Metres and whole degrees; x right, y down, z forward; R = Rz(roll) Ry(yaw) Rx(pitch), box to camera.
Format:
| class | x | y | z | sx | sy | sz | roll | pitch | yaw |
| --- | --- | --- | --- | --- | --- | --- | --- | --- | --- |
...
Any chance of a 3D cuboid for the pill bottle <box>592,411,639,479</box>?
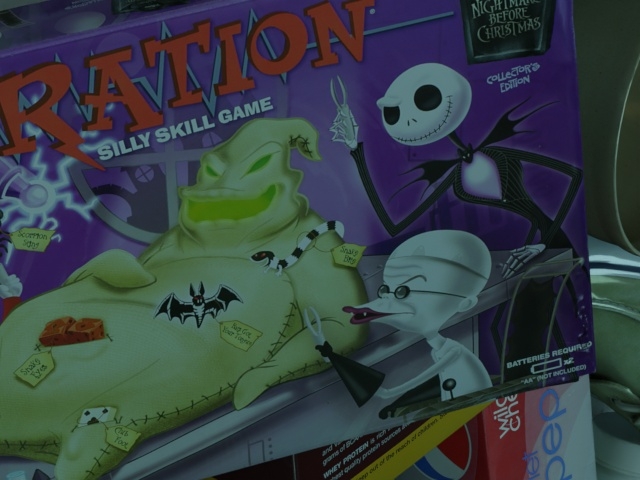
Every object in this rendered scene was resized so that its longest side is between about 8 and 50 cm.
| class | x | y | z | sx | sy | sz | roll | pitch | yaw |
| --- | --- | --- | --- | --- | --- | --- | --- | --- | --- |
| pill bottle | 0.202 | 0.191 | 1.314 | 0.078 | 0.078 | 0.137 | -6 | 112 | -51 |

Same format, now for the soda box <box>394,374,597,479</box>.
| class | x | y | z | sx | sy | sz | roll | pitch | yaw |
| --- | --- | --- | --- | --- | --- | --- | --- | --- | --- |
| soda box | 0.100 | 0.131 | 1.105 | 0.092 | 0.083 | 0.263 | -21 | 113 | -37 |

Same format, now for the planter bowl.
| class | x | y | z | sx | sy | sz | roll | pitch | yaw |
| --- | --- | --- | --- | --- | --- | --- | --- | --- | --- |
| planter bowl | 0.158 | -0.081 | 1.094 | 0.162 | 0.109 | 0.162 | -30 | 129 | -47 |

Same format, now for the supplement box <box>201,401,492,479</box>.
| class | x | y | z | sx | sy | sz | roll | pitch | yaw |
| --- | --- | --- | --- | --- | --- | --- | --- | --- | --- |
| supplement box | 0.000 | 0.000 | 0.918 | 0.191 | 0.129 | 0.194 | -33 | 131 | -39 |

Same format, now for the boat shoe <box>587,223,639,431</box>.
| class | x | y | z | sx | sy | sz | roll | pitch | yaw |
| --- | --- | --- | --- | --- | --- | --- | --- | --- | --- |
| boat shoe | 0.218 | 0.074 | 1.207 | 0.302 | 0.109 | 0.094 | 26 | 49 | -43 |

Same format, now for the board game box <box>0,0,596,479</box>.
| class | x | y | z | sx | sy | sz | roll | pitch | yaw |
| --- | --- | --- | --- | --- | --- | --- | --- | --- | --- |
| board game box | -0.066 | 0.002 | 0.749 | 0.347 | 0.056 | 0.208 | -15 | 117 | -9 |
